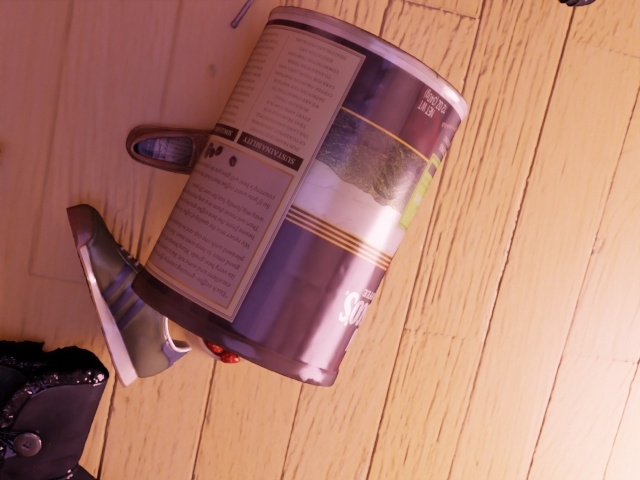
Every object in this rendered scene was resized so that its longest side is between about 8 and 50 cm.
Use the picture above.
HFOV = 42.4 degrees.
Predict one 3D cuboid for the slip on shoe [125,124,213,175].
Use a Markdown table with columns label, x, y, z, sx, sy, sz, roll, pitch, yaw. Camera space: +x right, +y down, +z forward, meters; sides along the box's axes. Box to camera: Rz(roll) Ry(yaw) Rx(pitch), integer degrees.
| label | x | y | z | sx | sy | sz | roll | pitch | yaw |
| --- | --- | --- | --- | --- | --- | --- | --- | --- | --- |
| slip on shoe | -0.122 | -0.087 | 0.810 | 0.135 | 0.041 | 0.051 | 10 | 102 | -13 |

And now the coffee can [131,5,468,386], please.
| label | x | y | z | sx | sy | sz | roll | pitch | yaw |
| --- | --- | --- | --- | --- | --- | --- | --- | --- | --- |
| coffee can | -0.018 | -0.038 | 0.741 | 0.201 | 0.201 | 0.275 | 27 | 90 | -16 |

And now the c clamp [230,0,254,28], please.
| label | x | y | z | sx | sy | sz | roll | pitch | yaw |
| --- | --- | --- | --- | --- | --- | --- | --- | --- | --- |
| c clamp | -0.094 | -0.306 | 0.772 | 0.160 | 0.022 | 0.137 | 41 | 93 | -18 |

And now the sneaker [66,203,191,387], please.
| label | x | y | z | sx | sy | sz | roll | pitch | yaw |
| --- | --- | --- | --- | --- | --- | --- | --- | --- | --- |
| sneaker | -0.186 | 0.047 | 0.825 | 0.086 | 0.064 | 0.192 | -17 | 107 | -14 |

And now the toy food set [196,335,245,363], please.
| label | x | y | z | sx | sy | sz | roll | pitch | yaw |
| --- | --- | --- | --- | --- | --- | --- | --- | --- | --- |
| toy food set | -0.091 | 0.091 | 0.872 | 0.082 | 0.020 | 0.083 | -27 | 107 | -3 |

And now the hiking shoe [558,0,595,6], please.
| label | x | y | z | sx | sy | sz | roll | pitch | yaw |
| --- | --- | --- | --- | --- | --- | --- | --- | --- | --- |
| hiking shoe | 0.330 | -0.358 | 0.793 | 0.132 | 0.113 | 0.304 | 23 | 98 | -15 |

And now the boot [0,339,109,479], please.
| label | x | y | z | sx | sy | sz | roll | pitch | yaw |
| --- | --- | --- | --- | --- | --- | --- | --- | --- | --- |
| boot | -0.249 | 0.221 | 0.834 | 0.246 | 0.094 | 0.207 | 20 | 103 | -9 |
